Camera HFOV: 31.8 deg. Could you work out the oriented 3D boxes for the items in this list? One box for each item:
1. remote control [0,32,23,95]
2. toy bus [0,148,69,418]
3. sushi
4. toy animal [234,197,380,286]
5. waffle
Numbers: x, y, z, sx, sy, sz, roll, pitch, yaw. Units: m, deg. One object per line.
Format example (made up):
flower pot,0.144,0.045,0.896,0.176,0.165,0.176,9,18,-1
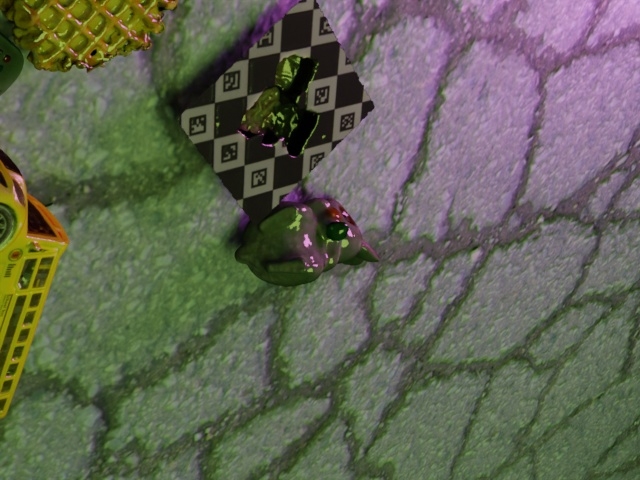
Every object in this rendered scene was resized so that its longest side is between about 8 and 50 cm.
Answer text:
remote control,-0.376,-0.209,1.087,0.072,0.042,0.222,-48,143,0
toy bus,-0.378,0.045,1.222,0.152,0.144,0.330,0,123,-44
sushi,-0.062,-0.169,1.421,0.231,0.047,0.219,-46,138,-10
toy animal,-0.002,-0.002,1.587,0.251,0.127,0.125,-3,113,-59
waffle,-0.238,-0.262,1.156,0.193,0.070,0.197,-27,140,-26
